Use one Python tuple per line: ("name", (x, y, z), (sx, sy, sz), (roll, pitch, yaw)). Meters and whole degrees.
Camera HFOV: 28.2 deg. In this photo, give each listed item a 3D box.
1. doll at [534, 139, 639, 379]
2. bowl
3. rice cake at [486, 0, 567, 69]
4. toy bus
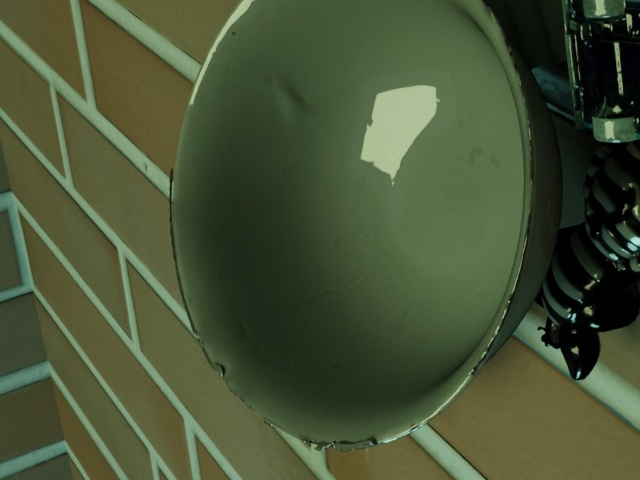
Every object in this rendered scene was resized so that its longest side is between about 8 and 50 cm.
("doll", (0.195, 0.003, 0.848), (0.091, 0.067, 0.219), (61, 149, 29))
("bowl", (0.057, -0.032, 0.899), (0.346, 0.157, 0.345), (-2, 87, 45))
("rice cake", (0.126, -0.213, 0.870), (0.189, 0.037, 0.198), (3, 110, 66))
("toy bus", (0.216, -0.097, 0.674), (0.185, 0.106, 0.090), (-151, 50, -64))
